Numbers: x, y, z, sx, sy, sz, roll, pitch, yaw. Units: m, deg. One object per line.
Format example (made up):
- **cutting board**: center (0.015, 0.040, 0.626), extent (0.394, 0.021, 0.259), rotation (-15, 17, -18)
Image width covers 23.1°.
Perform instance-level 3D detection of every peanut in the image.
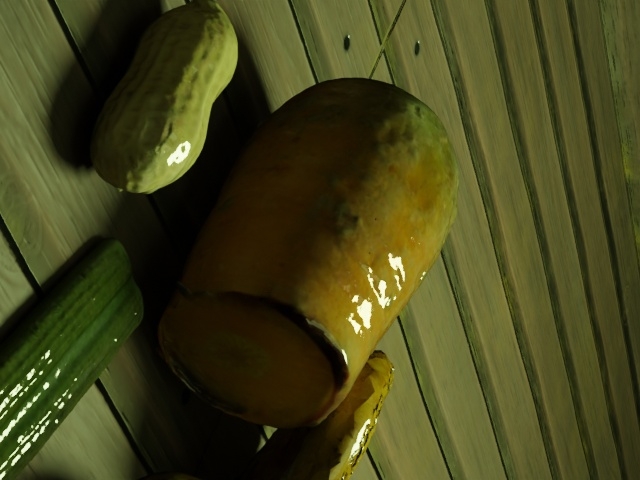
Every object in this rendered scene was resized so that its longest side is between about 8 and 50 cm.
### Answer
- **peanut**: center (-0.129, -0.126, 1.359), extent (0.098, 0.090, 0.214), rotation (54, 47, -41)

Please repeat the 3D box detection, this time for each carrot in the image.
- **carrot**: center (0.000, 0.000, 1.521), extent (0.224, 0.224, 0.340), rotation (75, 31, -41)

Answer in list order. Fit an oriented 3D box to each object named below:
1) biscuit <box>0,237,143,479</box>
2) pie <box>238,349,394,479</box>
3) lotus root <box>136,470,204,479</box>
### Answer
- **biscuit**: center (-0.226, 0.113, 1.264), extent (0.322, 0.038, 0.099), rotation (-53, 139, -50)
- **pie**: center (-0.011, 0.214, 1.580), extent (0.273, 0.069, 0.273), rotation (-50, -177, 3)
- **lotus root**: center (-0.101, 0.352, 1.371), extent (0.346, 0.250, 0.250), rotation (71, 34, -44)
